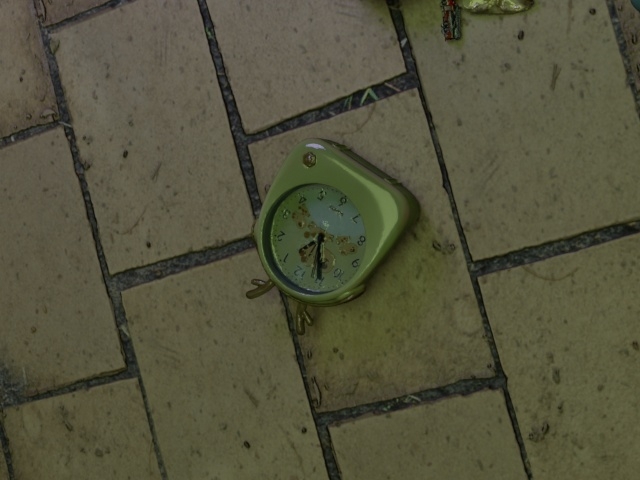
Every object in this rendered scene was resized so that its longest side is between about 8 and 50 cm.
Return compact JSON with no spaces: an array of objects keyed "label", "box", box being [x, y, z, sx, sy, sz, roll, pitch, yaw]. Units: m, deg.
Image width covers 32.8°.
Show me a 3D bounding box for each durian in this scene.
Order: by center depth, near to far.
[{"label":"durian","box":[0.273,-0.394,1.723,0.130,0.052,0.066,5,92,14]}]

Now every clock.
[{"label":"clock","box":[0.000,0.000,1.823,0.235,0.096,0.308,35,104,16]}]

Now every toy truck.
[{"label":"toy truck","box":[0.210,-0.366,1.763,0.032,0.024,0.083,-5,92,-1]}]

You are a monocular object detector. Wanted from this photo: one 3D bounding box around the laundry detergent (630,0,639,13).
[{"label":"laundry detergent","box":[0.587,-0.400,1.474,0.305,0.287,0.287,24,100,19]}]
